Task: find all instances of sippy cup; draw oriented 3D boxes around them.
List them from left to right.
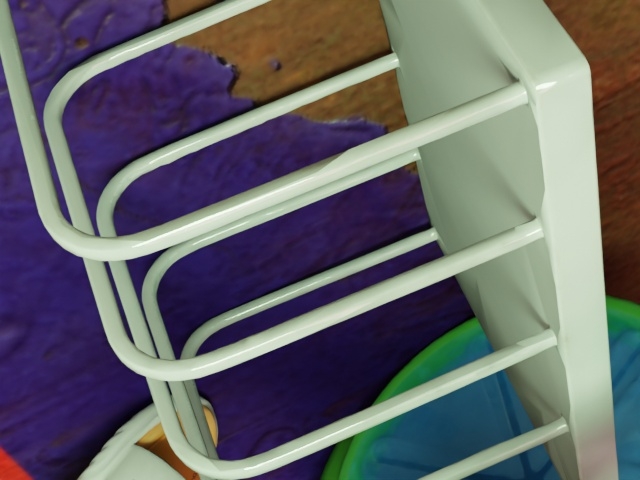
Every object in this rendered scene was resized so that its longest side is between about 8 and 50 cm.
[{"bbox_3d":[0.159,0.186,0.741,0.240,0.305,0.224,-41,128,-3],"label":"sippy cup"}]

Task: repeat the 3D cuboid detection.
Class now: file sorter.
[{"bbox_3d":[0.000,0.000,0.526,0.173,0.193,0.277,-22,139,-3],"label":"file sorter"}]

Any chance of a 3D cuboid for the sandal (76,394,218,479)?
[{"bbox_3d":[-0.118,0.203,0.668,0.265,0.076,0.102,-52,147,-26],"label":"sandal"}]
